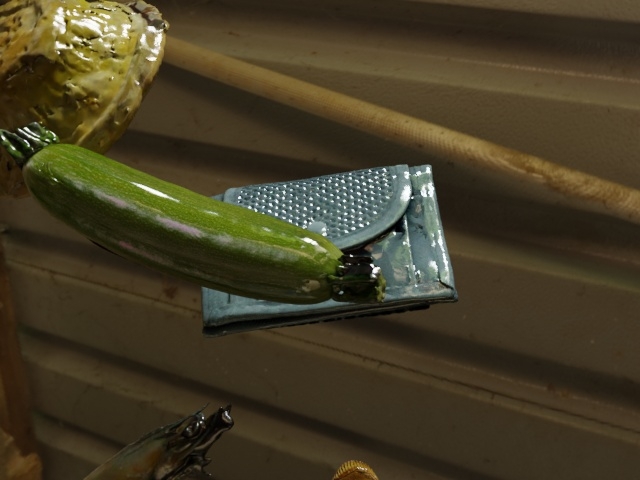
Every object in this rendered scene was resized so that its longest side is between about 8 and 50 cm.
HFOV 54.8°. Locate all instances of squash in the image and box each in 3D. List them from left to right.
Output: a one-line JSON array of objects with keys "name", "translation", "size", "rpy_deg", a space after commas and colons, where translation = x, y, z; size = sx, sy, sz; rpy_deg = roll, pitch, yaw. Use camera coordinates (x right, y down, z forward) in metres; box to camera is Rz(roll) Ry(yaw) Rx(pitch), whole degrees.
[{"name": "squash", "translation": [-0.104, -0.006, 0.477], "size": [0.319, 0.080, 0.071], "rpy_deg": [21, -101, 5]}]

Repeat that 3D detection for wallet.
[{"name": "wallet", "translation": [0.000, 0.000, 0.855], "size": [0.342, 0.237, 0.075], "rpy_deg": [-8, -36, 5]}]

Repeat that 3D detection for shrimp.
[{"name": "shrimp", "translation": [-0.133, 0.268, 0.531], "size": [0.262, 0.051, 0.198], "rpy_deg": [-40, -85, 3]}]

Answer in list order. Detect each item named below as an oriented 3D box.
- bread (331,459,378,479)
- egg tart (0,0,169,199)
[{"name": "bread", "translation": [0.055, 0.401, 1.000], "size": [0.085, 0.053, 0.085], "rpy_deg": [1, -97, -4]}, {"name": "egg tart", "translation": [-0.252, -0.149, 0.565], "size": [0.241, 0.241, 0.106], "rpy_deg": [-9, -34, 27]}]
